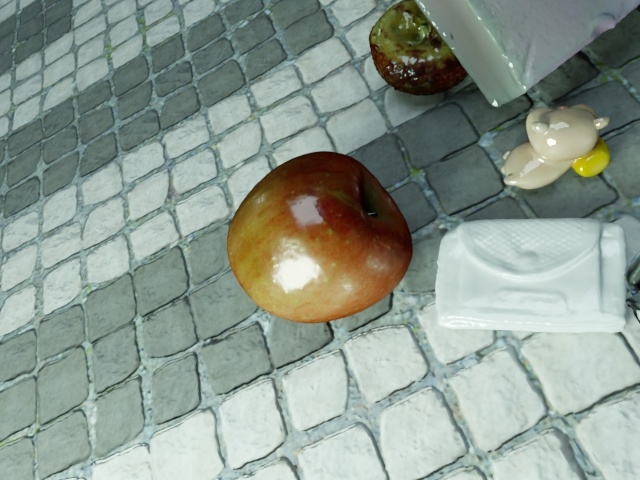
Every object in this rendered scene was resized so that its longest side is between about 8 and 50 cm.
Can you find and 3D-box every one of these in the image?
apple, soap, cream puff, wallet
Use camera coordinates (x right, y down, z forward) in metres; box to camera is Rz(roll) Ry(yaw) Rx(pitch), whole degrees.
[{"bbox_3d":[0.000,0.000,0.625,0.168,0.181,0.180,-43,47,27],"label":"apple"},{"bbox_3d":[0.244,-0.351,0.666,0.296,0.285,0.107,-39,6,-4],"label":"soap"},{"bbox_3d":[0.138,-0.252,0.767,0.149,0.084,0.148,-5,64,10],"label":"cream puff"},{"bbox_3d":[0.206,0.032,0.588,0.183,0.032,0.124,-1,62,25],"label":"wallet"}]

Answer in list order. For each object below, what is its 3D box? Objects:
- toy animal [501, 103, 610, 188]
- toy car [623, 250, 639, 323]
[{"bbox_3d":[0.246,-0.112,0.628,0.115,0.082,0.091,-16,53,17],"label":"toy animal"},{"bbox_3d":[0.341,0.080,0.407,0.172,0.158,0.235,-33,48,9],"label":"toy car"}]
